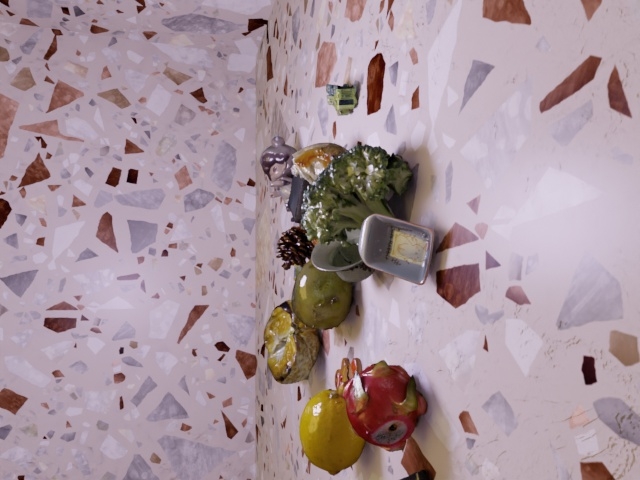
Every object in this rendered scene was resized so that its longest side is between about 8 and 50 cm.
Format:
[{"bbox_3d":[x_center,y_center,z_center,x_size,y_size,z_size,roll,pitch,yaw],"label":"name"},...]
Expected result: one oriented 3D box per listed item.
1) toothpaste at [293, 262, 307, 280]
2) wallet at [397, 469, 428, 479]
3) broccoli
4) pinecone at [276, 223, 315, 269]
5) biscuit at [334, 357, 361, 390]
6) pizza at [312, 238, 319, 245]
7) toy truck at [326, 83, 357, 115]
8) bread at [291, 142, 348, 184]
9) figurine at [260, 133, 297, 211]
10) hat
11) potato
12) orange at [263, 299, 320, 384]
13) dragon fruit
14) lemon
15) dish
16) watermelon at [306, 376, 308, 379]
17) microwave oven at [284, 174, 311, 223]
[{"bbox_3d":[-0.055,0.152,2.384,0.313,0.071,0.089,-175,90,-73],"label":"toothpaste"},{"bbox_3d":[0.259,0.791,1.322,0.197,0.051,0.377,120,147,-52],"label":"wallet"},{"bbox_3d":[0.103,-0.132,1.566,0.277,0.317,0.338,16,-89,-67],"label":"broccoli"},{"bbox_3d":[-0.110,0.031,2.336,0.168,0.185,0.212,38,92,38],"label":"pinecone"},{"bbox_3d":[0.093,0.511,1.918,0.250,0.036,0.165,140,131,-68],"label":"biscuit"},{"bbox_3d":[0.004,0.004,2.174,0.134,0.056,0.271,59,161,2],"label":"pizza"},{"bbox_3d":[0.077,-0.537,2.006,0.191,0.085,0.116,-126,31,-68],"label":"toy truck"},{"bbox_3d":[0.040,-0.247,1.904,0.192,0.171,0.314,-49,57,1],"label":"bread"},{"bbox_3d":[-0.182,-0.338,2.675,0.248,0.203,0.380,109,145,-61],"label":"figurine"},{"bbox_3d":[0.110,0.059,1.710,0.130,0.257,0.257,63,179,-30],"label":"hat"},{"bbox_3d":[-0.001,0.215,1.965,0.359,0.219,0.270,112,164,-64],"label":"potato"},{"bbox_3d":[-0.117,0.453,2.296,0.271,0.210,0.369,-43,44,35],"label":"orange"},{"bbox_3d":[0.168,0.433,1.415,0.227,0.224,0.224,-106,24,-50],"label":"dragon fruit"},{"bbox_3d":[0.042,0.628,1.743,0.263,0.236,0.236,-64,24,17],"label":"lemon"},{"bbox_3d":[0.207,0.013,1.413,0.234,0.064,0.154,19,110,36],"label":"dish"},{"bbox_3d":[-0.102,0.536,2.494,0.154,0.094,0.241,-166,81,-65],"label":"watermelon"},{"bbox_3d":[-0.030,-0.211,2.163,0.188,0.178,0.247,-114,31,-50],"label":"microwave oven"}]
